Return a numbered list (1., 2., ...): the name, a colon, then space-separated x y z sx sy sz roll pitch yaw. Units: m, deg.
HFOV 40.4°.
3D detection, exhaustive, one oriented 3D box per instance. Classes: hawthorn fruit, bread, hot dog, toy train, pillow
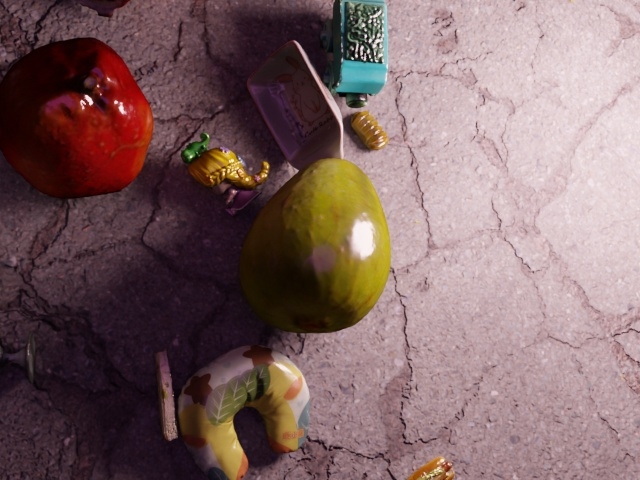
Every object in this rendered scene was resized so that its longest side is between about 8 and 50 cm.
1. hawthorn fruit: -0.407 -0.208 1.436 0.265 0.307 0.265 3 80 -17
2. bread: -0.266 0.265 1.489 0.028 0.068 0.153 -6 81 -13
3. hot dog: 0.186 0.436 1.549 0.133 0.041 0.056 -33 86 -14
4. toy train: 0.066 -0.359 1.622 0.112 0.163 0.203 -1 80 -12
5. pillow: -0.130 0.295 1.507 0.233 0.086 0.214 -24 95 -16
6. bread: 0.094 -0.212 1.665 0.049 0.033 0.088 -34 86 -20

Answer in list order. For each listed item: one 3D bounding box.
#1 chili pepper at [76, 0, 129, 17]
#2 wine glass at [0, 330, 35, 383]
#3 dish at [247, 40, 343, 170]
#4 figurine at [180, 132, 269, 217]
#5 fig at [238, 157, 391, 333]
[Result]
1. chili pepper: -0.382 -0.595 1.559 0.251 0.229 0.305 28 76 13
2. wine glass: -0.580 0.196 1.434 0.202 0.093 0.092 -2 80 -11
3. dish: -0.026 -0.238 1.609 0.064 0.154 0.234 -21 82 -49
4. figurine: -0.169 -0.133 1.569 0.115 0.095 0.156 -45 93 -3
5. fig: 0.000 0.000 1.500 0.258 0.258 0.326 17 64 -6
